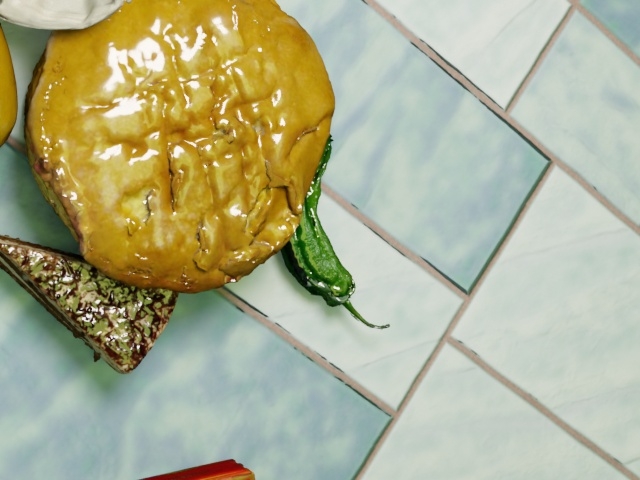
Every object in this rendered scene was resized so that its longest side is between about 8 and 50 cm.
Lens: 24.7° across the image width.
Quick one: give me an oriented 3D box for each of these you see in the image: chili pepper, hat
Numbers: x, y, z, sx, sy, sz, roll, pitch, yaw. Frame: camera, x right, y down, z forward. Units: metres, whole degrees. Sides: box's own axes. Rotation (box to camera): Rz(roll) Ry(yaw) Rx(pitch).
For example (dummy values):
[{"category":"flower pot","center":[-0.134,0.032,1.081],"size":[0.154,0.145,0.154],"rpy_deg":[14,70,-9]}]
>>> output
[{"category":"chili pepper","center":[-0.001,0.000,1.963],"size":[0.122,0.065,0.279],"rpy_deg":[-17,97,-18]},{"category":"hat","center":[-0.285,-0.367,1.663],"size":[0.164,0.226,0.219],"rpy_deg":[25,128,-26]}]

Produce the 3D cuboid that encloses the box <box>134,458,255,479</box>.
[{"category":"box","center":[-0.174,0.462,1.916],"size":[0.197,0.089,0.313],"rpy_deg":[-9,98,-22]}]

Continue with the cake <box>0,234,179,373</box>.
[{"category":"cake","center":[-0.292,0.038,1.812],"size":[0.246,0.112,0.135],"rpy_deg":[47,73,-17]}]

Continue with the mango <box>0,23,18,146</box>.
[{"category":"mango","center":[-0.427,-0.216,1.687],"size":[0.139,0.175,0.254],"rpy_deg":[-27,105,-8]}]

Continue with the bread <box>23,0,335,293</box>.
[{"category":"bread","center":[-0.185,-0.136,1.786],"size":[0.398,0.215,0.398],"rpy_deg":[-2,96,-21]}]
